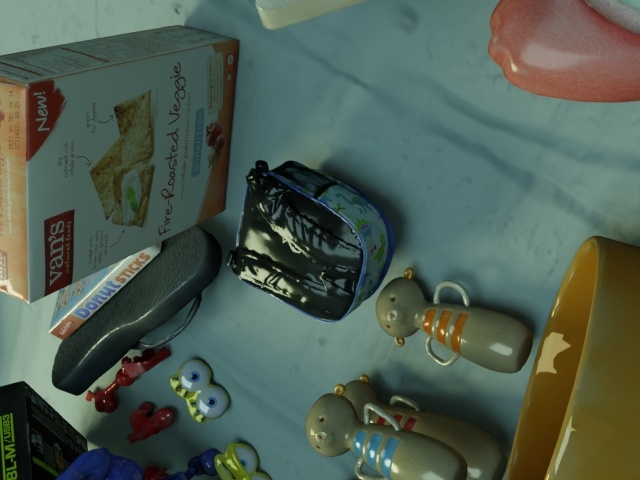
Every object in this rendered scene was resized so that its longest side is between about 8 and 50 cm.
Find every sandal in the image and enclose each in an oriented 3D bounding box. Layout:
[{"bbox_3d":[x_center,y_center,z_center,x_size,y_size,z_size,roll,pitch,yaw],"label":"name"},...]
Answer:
[{"bbox_3d":[-0.165,0.066,0.832,0.054,0.097,0.254,28,133,-29],"label":"sandal"}]

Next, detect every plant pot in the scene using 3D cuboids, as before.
[{"bbox_3d":[0.230,0.120,0.546,0.188,0.205,0.205,16,117,8],"label":"plant pot"}]

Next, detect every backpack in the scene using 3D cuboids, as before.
[{"bbox_3d":[0.000,0.000,0.694,0.114,0.084,0.105,30,122,24],"label":"backpack"}]

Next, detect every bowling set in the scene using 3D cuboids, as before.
[{"bbox_3d":[0.038,0.176,0.674,0.154,0.200,0.286,19,113,31],"label":"bowling set"}]

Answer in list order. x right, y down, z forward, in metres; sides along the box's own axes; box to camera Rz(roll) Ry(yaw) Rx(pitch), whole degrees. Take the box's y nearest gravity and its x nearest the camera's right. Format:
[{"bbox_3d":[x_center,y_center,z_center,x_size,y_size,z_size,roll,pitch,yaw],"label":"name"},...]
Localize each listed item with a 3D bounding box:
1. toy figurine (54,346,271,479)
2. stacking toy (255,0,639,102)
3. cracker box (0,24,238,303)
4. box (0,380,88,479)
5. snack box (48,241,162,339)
[{"bbox_3d":[-0.165,0.308,0.830,0.191,0.217,0.362,-24,94,35],"label":"toy figurine"},{"bbox_3d":[0.100,-0.230,0.397,0.280,0.130,0.308,2,76,6],"label":"stacking toy"},{"bbox_3d":[-0.157,-0.069,0.674,0.067,0.232,0.155,20,117,24],"label":"cracker box"},{"bbox_3d":[-0.263,0.254,0.862,0.045,0.190,0.184,-13,60,-1],"label":"box"},{"bbox_3d":[-0.203,0.027,0.843,0.022,0.064,0.178,28,132,-29],"label":"snack box"}]
